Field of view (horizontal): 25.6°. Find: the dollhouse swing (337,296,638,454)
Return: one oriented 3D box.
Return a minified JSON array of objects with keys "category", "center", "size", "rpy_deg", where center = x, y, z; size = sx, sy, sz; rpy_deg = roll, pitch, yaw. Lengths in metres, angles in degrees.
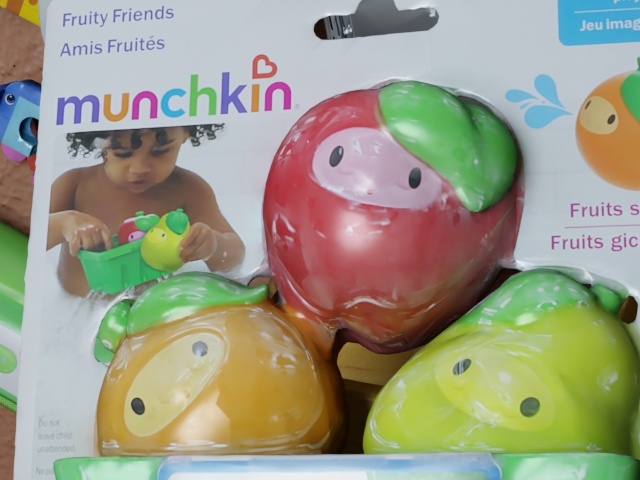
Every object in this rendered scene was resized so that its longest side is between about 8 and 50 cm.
[{"category":"dollhouse swing","center":[0.081,0.032,0.847],"size":[0.315,0.347,0.305],"rpy_deg":[9,96,14]}]

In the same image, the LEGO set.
[{"category":"LEGO set","center":[-0.208,-0.151,1.011],"size":[0.093,0.087,0.227],"rpy_deg":[28,108,7]}]

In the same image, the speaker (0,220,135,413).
[{"category":"speaker","center":[-0.238,0.052,1.046],"size":[0.296,0.131,0.131],"rpy_deg":[28,109,7]}]

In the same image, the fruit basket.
[{"category":"fruit basket","center":[0.015,0.038,0.611],"size":[0.327,0.165,0.353],"rpy_deg":[-2,79,13]}]

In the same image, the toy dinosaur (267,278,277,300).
[{"category":"toy dinosaur","center":[0.000,0.000,0.993],"size":[0.211,0.064,0.112],"rpy_deg":[-25,62,46]}]

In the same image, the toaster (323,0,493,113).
[{"category":"toaster","center":[0.086,-0.146,0.910],"size":[0.146,0.129,0.227],"rpy_deg":[-10,99,20]}]

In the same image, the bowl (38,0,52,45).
[{"category":"bowl","center":[-0.059,-0.232,0.866],"size":[0.134,0.298,0.298],"rpy_deg":[14,111,-28]}]
